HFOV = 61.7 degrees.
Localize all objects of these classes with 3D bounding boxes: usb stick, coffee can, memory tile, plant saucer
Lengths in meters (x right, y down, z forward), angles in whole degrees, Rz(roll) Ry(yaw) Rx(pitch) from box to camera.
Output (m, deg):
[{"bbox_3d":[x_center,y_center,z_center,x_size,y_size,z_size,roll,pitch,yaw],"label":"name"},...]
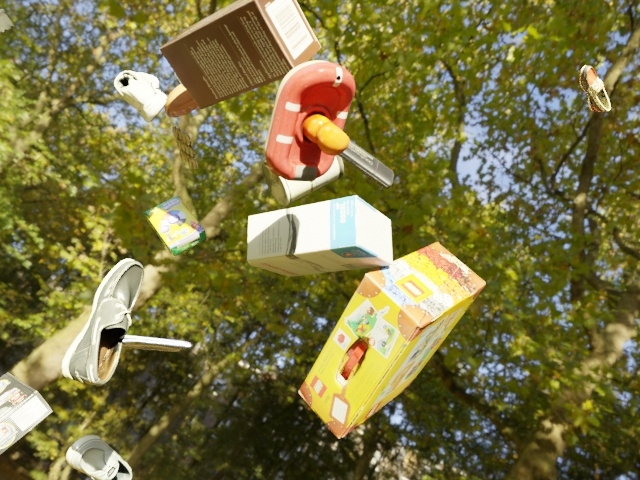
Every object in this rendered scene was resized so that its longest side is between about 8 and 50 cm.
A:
[{"bbox_3d":[0.116,-0.254,1.656,0.278,0.077,0.045,32,-40,-22],"label":"usb stick"},{"bbox_3d":[-0.072,-0.290,2.206,0.201,0.275,0.201,50,-23,29],"label":"coffee can"},{"bbox_3d":[-0.409,-0.281,1.614,0.148,0.012,0.113,35,-39,51],"label":"memory tile"},{"bbox_3d":[-0.458,-0.502,1.862,0.037,0.200,0.200,56,-33,1],"label":"plant saucer"}]

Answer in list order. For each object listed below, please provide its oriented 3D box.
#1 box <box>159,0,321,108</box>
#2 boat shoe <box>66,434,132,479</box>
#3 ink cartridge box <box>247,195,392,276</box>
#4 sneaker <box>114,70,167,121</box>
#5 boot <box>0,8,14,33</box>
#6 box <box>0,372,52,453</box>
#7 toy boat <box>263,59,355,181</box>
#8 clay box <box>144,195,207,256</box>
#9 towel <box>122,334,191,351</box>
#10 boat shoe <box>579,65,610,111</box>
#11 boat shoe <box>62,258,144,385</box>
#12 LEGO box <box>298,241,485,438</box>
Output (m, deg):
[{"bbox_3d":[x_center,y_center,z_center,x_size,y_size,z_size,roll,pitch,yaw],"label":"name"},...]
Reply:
[{"bbox_3d":[-0.207,-0.480,1.345,0.382,0.143,0.191,-5,-51,40],"label":"box"},{"bbox_3d":[-0.506,0.523,1.258,0.081,0.079,0.227,24,-28,23],"label":"boat shoe"},{"bbox_3d":[0.000,0.000,1.363,0.308,0.129,0.223,-9,-17,27],"label":"ink cartridge box"},{"bbox_3d":[-0.524,-0.436,1.516,0.118,0.110,0.292,36,5,-39],"label":"sneaker"},{"bbox_3d":[-0.711,-0.410,0.871,0.131,0.348,0.260,-5,-53,26],"label":"boot"},{"bbox_3d":[-0.699,0.391,1.062,0.216,0.270,0.060,1,-56,46],"label":"box"},{"bbox_3d":[-0.002,-0.204,0.978,0.151,0.151,0.231,41,-57,44],"label":"toy boat"},{"bbox_3d":[-0.487,-0.060,1.777,0.222,0.127,0.053,47,-23,28],"label":"clay box"},{"bbox_3d":[-0.548,0.333,1.710,0.243,0.040,0.336,8,-15,-16],"label":"towel"},{"bbox_3d":[0.695,-0.382,1.355,0.137,0.049,0.043,53,-10,-31],"label":"boat shoe"},{"bbox_3d":[-0.363,0.142,0.952,0.079,0.233,0.084,2,-29,30],"label":"boat shoe"},{"bbox_3d":[0.201,0.285,1.554,0.193,0.373,0.500,43,-53,24],"label":"LEGO box"}]
